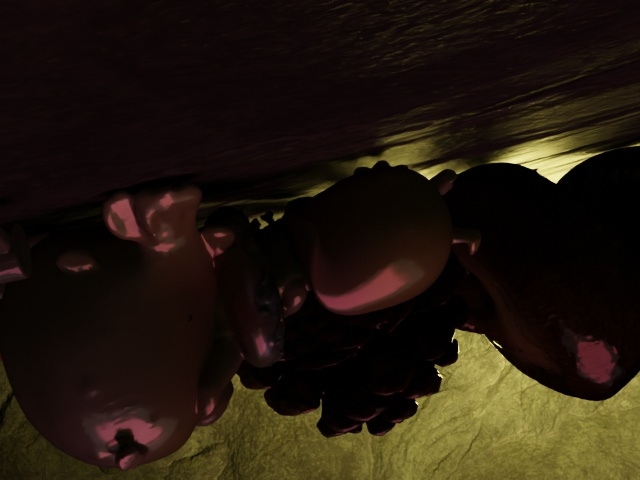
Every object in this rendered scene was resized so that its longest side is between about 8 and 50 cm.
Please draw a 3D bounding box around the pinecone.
[{"bbox_3d":[0.025,0.082,0.961,0.264,0.264,0.264,-12,178,0],"label":"pinecone"}]

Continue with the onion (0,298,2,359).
[{"bbox_3d":[-0.381,0.101,0.882,0.184,0.146,0.184,2,176,0],"label":"onion"}]

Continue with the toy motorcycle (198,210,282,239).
[{"bbox_3d":[-0.159,0.045,1.044,0.315,0.113,0.169,-29,177,14],"label":"toy motorcycle"}]

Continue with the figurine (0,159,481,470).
[{"bbox_3d":[-0.061,0.026,0.739,0.395,0.226,0.274,-18,150,-7],"label":"figurine"}]

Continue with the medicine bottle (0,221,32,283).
[{"bbox_3d":[-0.290,0.023,0.555,0.221,0.061,0.092,-13,159,-3],"label":"medicine bottle"}]

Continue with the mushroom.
[{"bbox_3d":[0.248,0.047,1.105,0.239,0.345,0.345,-50,164,18],"label":"mushroom"}]

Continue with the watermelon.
[{"bbox_3d":[0.439,0.006,1.298,0.285,0.285,0.285,-12,178,0],"label":"watermelon"}]
